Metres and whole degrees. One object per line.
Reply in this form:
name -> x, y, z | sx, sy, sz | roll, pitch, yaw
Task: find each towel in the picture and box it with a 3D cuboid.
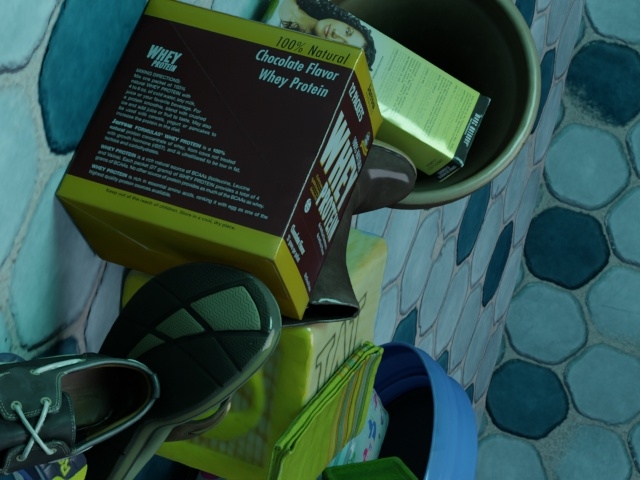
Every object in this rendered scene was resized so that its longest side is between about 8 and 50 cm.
towel -> 0.002, 0.179, 1.578 | 0.237, 0.021, 0.102 | -42, 144, -61

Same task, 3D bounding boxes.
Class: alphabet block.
alphabet block -> -0.065, 0.093, 1.647 | 0.197, 0.192, 0.193 | -50, 150, -57

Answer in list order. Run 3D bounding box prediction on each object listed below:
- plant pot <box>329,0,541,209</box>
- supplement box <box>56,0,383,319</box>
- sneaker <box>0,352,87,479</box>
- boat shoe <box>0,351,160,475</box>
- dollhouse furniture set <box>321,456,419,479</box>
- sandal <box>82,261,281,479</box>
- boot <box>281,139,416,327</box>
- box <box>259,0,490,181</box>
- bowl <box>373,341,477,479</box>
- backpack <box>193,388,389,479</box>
plant pot -> 0.086, -0.145, 1.861 | 0.229, 0.263, 0.263 | 115, -4, -79
supplement box -> -0.076, -0.069, 1.430 | 0.129, 0.191, 0.194 | 69, 41, -64
sneaker -> -0.238, 0.148, 1.378 | 0.053, 0.059, 0.144 | -49, 133, -38
boat shoe -> -0.219, 0.129, 1.291 | 0.233, 0.079, 0.084 | -14, 103, -50
dollhouse furniture set -> -0.033, 0.353, 1.740 | 0.151, 0.301, 0.197 | -131, -144, -66
sandal -> -0.126, 0.117, 1.427 | 0.086, 0.120, 0.303 | 2, 147, -41
boot -> 0.000, 0.000, 1.577 | 0.207, 0.248, 0.090 | -115, -148, -42
box -> 0.044, -0.152, 1.682 | 0.058, 0.232, 0.087 | -36, -152, 62
bowl -> 0.049, 0.311, 2.049 | 0.391, 0.077, 0.391 | -48, -154, 33
backpack -> -0.040, 0.243, 1.912 | 0.253, 0.191, 0.225 | -63, 163, -14
